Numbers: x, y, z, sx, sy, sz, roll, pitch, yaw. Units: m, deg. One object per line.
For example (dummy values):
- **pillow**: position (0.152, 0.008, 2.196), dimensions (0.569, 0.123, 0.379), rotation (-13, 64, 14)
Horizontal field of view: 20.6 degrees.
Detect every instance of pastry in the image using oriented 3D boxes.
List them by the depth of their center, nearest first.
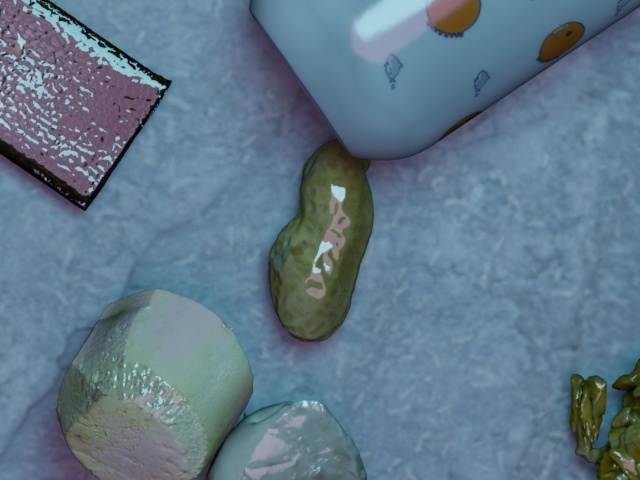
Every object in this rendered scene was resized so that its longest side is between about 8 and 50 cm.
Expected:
- **pastry**: position (0.317, 0.139, 1.520), dimensions (0.154, 0.102, 0.250), rotation (42, 90, -21)

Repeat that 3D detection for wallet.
- **wallet**: position (-0.259, -0.145, 1.459), dimensions (0.243, 0.039, 0.133), rotation (34, 88, -9)

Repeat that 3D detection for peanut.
- **peanut**: position (0.000, 0.000, 1.487), dimensions (0.080, 0.080, 0.174), rotation (13, 93, -7)

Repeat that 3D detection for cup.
- **cup**: position (0.112, -0.217, 1.396), dimensions (0.317, 0.212, 0.212), rotation (-34, 100, 1)

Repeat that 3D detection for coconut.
- **coconut**: position (-0.132, 0.120, 1.457), dimensions (0.147, 0.153, 0.147), rotation (14, 132, 16)

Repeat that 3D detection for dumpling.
- **dumpling**: position (-0.025, 0.216, 1.504), dimensions (0.150, 0.092, 0.176), rotation (31, 95, -6)
